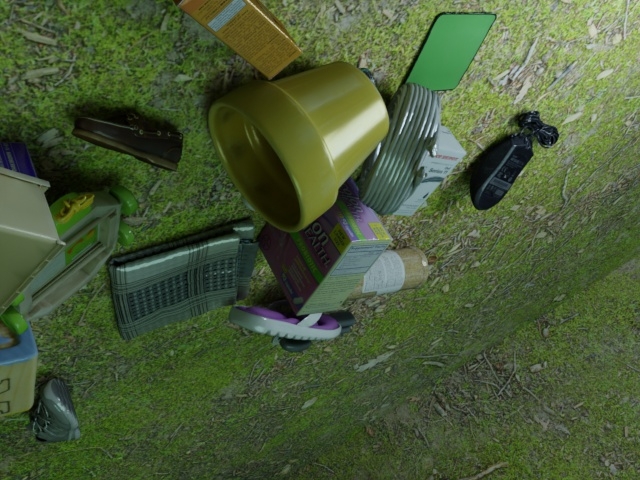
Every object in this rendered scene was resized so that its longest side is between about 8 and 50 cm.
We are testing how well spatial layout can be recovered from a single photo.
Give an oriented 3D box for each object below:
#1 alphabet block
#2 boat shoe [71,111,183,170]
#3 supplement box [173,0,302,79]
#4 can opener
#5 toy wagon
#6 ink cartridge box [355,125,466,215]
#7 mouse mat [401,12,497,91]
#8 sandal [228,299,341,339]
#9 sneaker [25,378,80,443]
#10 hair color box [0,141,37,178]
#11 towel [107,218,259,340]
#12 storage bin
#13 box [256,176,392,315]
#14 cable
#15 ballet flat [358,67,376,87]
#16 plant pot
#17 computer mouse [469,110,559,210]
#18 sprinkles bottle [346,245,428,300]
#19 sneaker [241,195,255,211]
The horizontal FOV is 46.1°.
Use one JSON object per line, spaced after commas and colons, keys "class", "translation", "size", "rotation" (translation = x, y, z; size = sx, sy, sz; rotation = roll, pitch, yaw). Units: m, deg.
{"class": "alphabet block", "translation": [-0.634, 0.206, 1.364], "size": [0.194, 0.192, 0.197], "rotation": [-9, 143, -30]}
{"class": "boat shoe", "translation": [-0.305, -0.170, 1.209], "size": [0.207, 0.073, 0.073], "rotation": [16, 90, -56]}
{"class": "supplement box", "translation": [-0.124, -0.329, 1.107], "size": [0.080, 0.078, 0.233], "rotation": [-40, 149, 16]}
{"class": "can opener", "translation": [-0.016, 0.261, 2.112], "size": [0.280, 0.093, 0.074], "rotation": [-10, 144, -40]}
{"class": "toy wagon", "translation": [-0.421, 0.009, 1.245], "size": [0.267, 0.068, 0.344], "rotation": [-46, 172, -32]}
{"class": "ink cartridge box", "translation": [0.195, -0.155, 1.651], "size": [0.153, 0.086, 0.208], "rotation": [1, 137, -44]}
{"class": "mouse mat", "translation": [0.248, -0.363, 1.461], "size": [0.153, 0.007, 0.189], "rotation": [-10, 144, -32]}
{"class": "sandal", "translation": [-0.062, 0.182, 1.889], "size": [0.416, 0.169, 0.102], "rotation": [11, 96, -61]}
{"class": "sneaker", "translation": [-0.639, 0.424, 1.778], "size": [0.115, 0.105, 0.281], "rotation": [-17, 149, -22]}
{"class": "hair color box", "translation": [-0.603, -0.049, 1.081], "size": [0.339, 0.110, 0.185], "rotation": [-2, 141, -37]}
{"class": "towel", "translation": [-0.289, 0.096, 1.637], "size": [0.324, 0.056, 0.312], "rotation": [-18, 149, -21]}
{"class": "storage bin", "translation": [-0.535, 0.013, 1.009], "size": [0.260, 0.123, 0.262], "rotation": [-42, 149, 19]}
{"class": "box", "translation": [0.000, 0.000, 1.586], "size": [0.117, 0.213, 0.243], "rotation": [-2, 141, -41]}
{"class": "cable", "translation": [0.146, -0.172, 1.432], "size": [0.089, 0.257, 0.257], "rotation": [21, 141, -7]}
{"class": "ballet flat", "translation": [0.087, -0.257, 1.428], "size": [0.070, 0.070, 0.188], "rotation": [-28, 154, -4]}
{"class": "plant pot", "translation": [-0.022, -0.180, 1.282], "size": [0.239, 0.254, 0.254], "rotation": [-36, 154, -21]}
{"class": "computer mouse", "translation": [0.454, -0.197, 1.850], "size": [0.189, 0.072, 0.272], "rotation": [19, 113, -51]}
{"class": "sprinkles bottle", "translation": [0.112, 0.089, 1.920], "size": [0.356, 0.121, 0.121], "rotation": [-8, 144, -35]}
{"class": "sneaker", "translation": [-0.044, -0.153, 1.437], "size": [0.263, 0.099, 0.121], "rotation": [-30, 146, -2]}
